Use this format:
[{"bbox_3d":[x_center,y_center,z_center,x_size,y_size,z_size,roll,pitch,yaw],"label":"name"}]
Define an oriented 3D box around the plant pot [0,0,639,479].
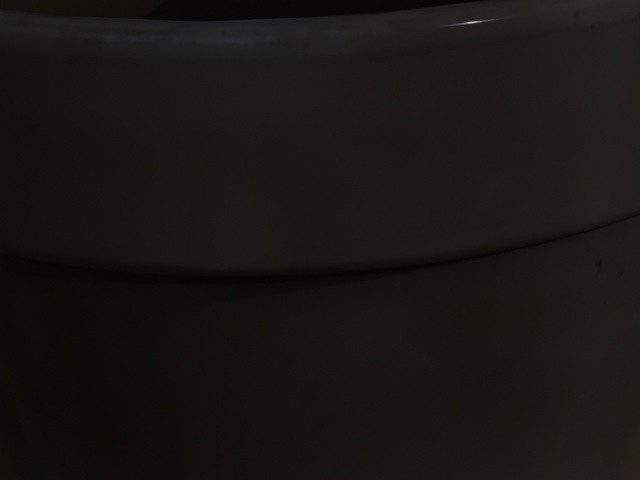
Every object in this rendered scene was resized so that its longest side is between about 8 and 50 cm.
[{"bbox_3d":[0.000,0.000,0.548,0.323,0.280,0.323,-3,29,2],"label":"plant pot"}]
